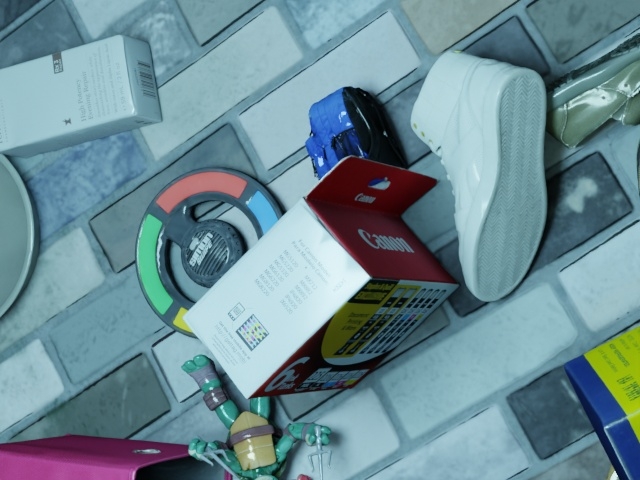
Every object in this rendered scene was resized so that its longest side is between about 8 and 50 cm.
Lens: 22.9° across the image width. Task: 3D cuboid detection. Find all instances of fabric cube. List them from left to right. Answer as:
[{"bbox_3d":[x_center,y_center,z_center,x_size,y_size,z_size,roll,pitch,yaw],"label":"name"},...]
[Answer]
[{"bbox_3d":[-0.286,0.386,2.013,0.258,0.254,0.259,3,89,25],"label":"fabric cube"}]

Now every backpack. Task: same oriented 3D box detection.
[{"bbox_3d":[0.032,-0.128,1.984,0.101,0.098,0.120,-24,79,24],"label":"backpack"}]

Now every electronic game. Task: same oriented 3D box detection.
[{"bbox_3d":[-0.142,0.017,2.079,0.229,0.048,0.229,-1,87,24],"label":"electronic game"}]

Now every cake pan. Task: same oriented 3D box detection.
[{"bbox_3d":[-0.516,-0.004,2.239,0.293,0.054,0.293,-1,87,24],"label":"cake pan"}]

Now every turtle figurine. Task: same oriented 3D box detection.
[{"bbox_3d":[-0.087,0.247,2.000,0.175,0.118,0.234,-12,64,-18],"label":"turtle figurine"}]

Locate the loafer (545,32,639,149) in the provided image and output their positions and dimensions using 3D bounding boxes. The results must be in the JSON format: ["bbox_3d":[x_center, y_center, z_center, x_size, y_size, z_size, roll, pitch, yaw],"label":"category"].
[{"bbox_3d":[0.367,-0.185,1.857,0.251,0.094,0.087,-27,101,29],"label":"loafer"}]

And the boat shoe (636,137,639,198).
[{"bbox_3d":[0.420,0.022,1.789,0.132,0.130,0.355,-17,81,22],"label":"boat shoe"}]

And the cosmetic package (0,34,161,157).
[{"bbox_3d":[-0.340,-0.194,2.157,0.231,0.085,0.117,-14,82,21],"label":"cosmetic package"}]

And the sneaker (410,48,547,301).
[{"bbox_3d":[0.187,-0.086,1.923,0.169,0.108,0.292,31,123,51],"label":"sneaker"}]

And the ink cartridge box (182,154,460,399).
[{"bbox_3d":[0.032,0.047,1.859,0.272,0.309,0.130,-45,72,16],"label":"ink cartridge box"}]

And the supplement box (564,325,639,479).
[{"bbox_3d":[0.469,0.158,1.649,0.357,0.194,0.195,-27,105,4],"label":"supplement box"}]

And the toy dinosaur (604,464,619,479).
[{"bbox_3d":[0.363,0.238,1.851,0.112,0.064,0.211,12,83,41],"label":"toy dinosaur"}]
